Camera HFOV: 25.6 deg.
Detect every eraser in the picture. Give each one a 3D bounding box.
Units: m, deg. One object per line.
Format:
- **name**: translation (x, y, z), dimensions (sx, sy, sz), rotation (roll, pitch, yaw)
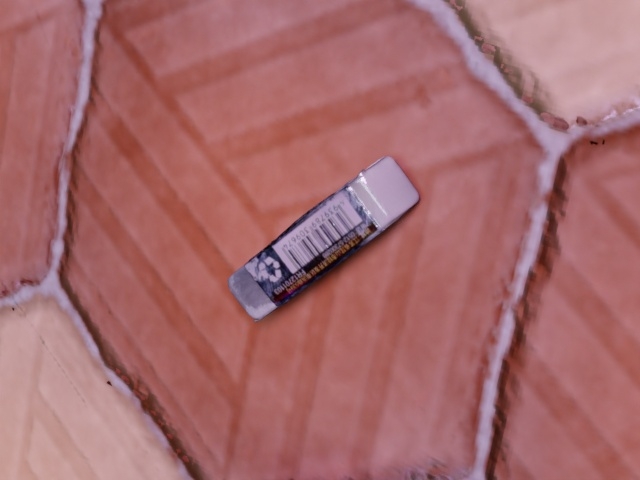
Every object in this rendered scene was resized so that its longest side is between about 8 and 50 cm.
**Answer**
- **eraser**: translation (0.000, 0.000, 0.603), dimensions (0.099, 0.019, 0.027), rotation (-38, 89, 34)
